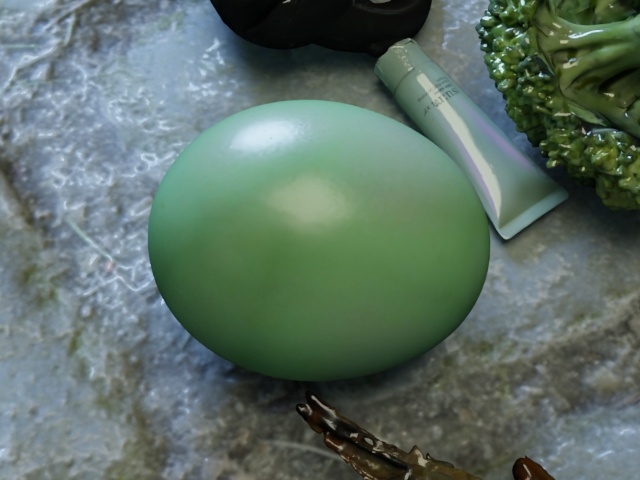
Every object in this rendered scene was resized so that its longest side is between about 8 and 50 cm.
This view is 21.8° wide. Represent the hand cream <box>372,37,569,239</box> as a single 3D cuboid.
[{"bbox_3d":[0.127,-0.093,1.473,0.078,0.050,0.205,-33,72,-23],"label":"hand cream"}]

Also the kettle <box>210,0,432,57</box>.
[{"bbox_3d":[-0.007,-0.302,1.513,0.268,0.207,0.290,12,60,-32],"label":"kettle"}]

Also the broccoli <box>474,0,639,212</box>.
[{"bbox_3d":[0.292,-0.138,1.422,0.288,0.235,0.260,-18,28,-7],"label":"broccoli"}]

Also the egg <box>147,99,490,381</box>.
[{"bbox_3d":[0.000,0.000,1.300,0.270,0.220,0.220,-1,59,-11],"label":"egg"}]

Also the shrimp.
[{"bbox_3d":[0.098,0.190,1.291,0.262,0.066,0.117,40,47,1],"label":"shrimp"}]
